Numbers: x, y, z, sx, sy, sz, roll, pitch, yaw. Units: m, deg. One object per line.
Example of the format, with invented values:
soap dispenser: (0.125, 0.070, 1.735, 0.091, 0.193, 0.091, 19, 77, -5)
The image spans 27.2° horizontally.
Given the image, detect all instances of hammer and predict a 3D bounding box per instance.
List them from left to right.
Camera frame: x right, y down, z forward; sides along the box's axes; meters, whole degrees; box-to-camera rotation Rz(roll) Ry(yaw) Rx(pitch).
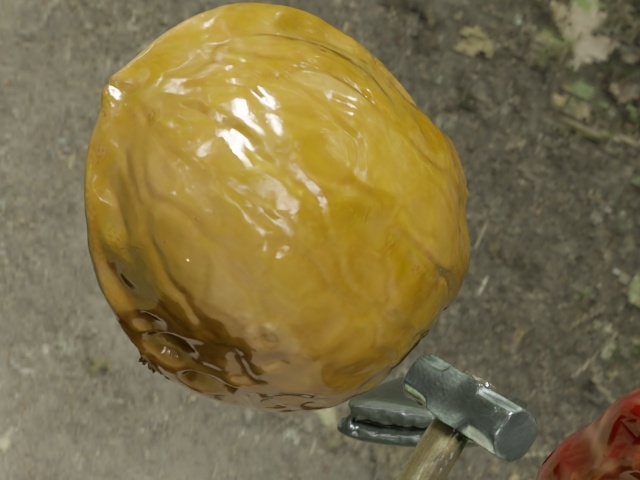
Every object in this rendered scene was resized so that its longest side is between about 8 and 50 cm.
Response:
hammer: (0.027, 0.259, 0.977, 0.111, 0.043, 0.365, 28, 85, 50)

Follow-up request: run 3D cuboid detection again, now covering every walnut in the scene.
walnut: (0.000, 0.000, 0.549, 0.087, 0.211, 0.167, 28, 84, 41)

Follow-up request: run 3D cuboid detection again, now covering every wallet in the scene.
wallet: (0.129, 0.180, 1.438, 0.169, 0.052, 0.245, 4, 4, 18)

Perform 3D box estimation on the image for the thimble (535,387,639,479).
thimble: (0.221, 0.226, 0.567, 0.231, 0.350, 0.350, 8, 47, -20)
